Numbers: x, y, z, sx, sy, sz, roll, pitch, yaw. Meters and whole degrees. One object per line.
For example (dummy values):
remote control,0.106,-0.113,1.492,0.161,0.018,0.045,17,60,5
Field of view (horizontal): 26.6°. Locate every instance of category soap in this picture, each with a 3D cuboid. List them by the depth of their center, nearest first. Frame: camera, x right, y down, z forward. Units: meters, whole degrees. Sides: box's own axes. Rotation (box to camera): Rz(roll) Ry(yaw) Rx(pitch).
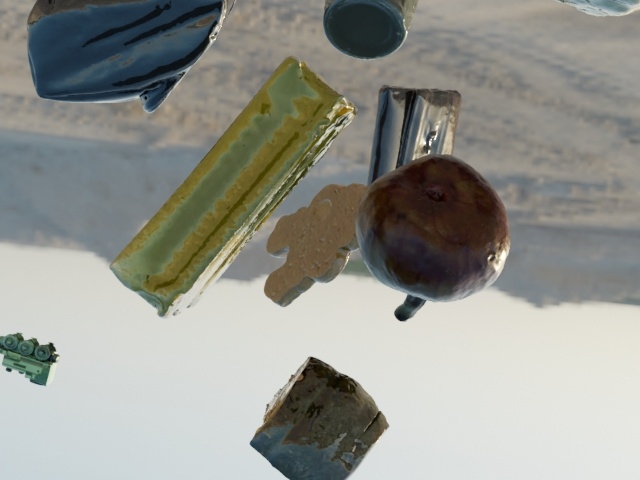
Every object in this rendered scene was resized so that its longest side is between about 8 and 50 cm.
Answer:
soap,-0.092,-0.059,1.519,0.091,0.315,0.199,42,-173,4

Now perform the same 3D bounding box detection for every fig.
fig,0.124,-0.001,1.685,0.190,0.191,0.290,6,171,-8

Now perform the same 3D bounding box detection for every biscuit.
biscuit,0.000,-0.003,1.850,0.040,0.144,0.236,17,148,-36

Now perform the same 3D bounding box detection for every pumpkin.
pumpkin,0.005,0.210,1.586,0.131,0.126,0.248,36,-178,-2

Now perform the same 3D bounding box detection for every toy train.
toy train,-0.375,0.149,1.725,0.083,0.053,0.033,16,-173,5

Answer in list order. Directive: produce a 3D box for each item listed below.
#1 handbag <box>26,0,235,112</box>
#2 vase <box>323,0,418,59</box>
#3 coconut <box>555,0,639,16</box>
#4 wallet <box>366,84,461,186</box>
handbag,-0.224,-0.264,1.762,0.275,0.178,0.302,-3,-165,-1
vase,0.082,-0.363,1.658,0.156,0.301,0.251,32,137,-22
coconut,0.237,-0.325,0.949,0.328,0.329,0.329,6,179,0
wallet,0.140,-0.121,2.071,0.182,0.229,0.049,-2,-165,-45
